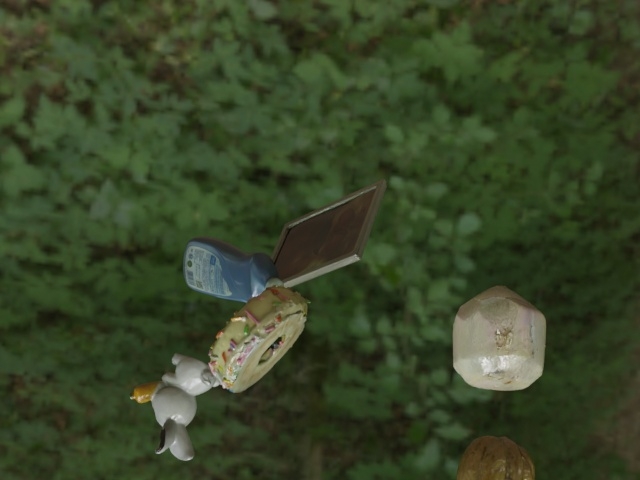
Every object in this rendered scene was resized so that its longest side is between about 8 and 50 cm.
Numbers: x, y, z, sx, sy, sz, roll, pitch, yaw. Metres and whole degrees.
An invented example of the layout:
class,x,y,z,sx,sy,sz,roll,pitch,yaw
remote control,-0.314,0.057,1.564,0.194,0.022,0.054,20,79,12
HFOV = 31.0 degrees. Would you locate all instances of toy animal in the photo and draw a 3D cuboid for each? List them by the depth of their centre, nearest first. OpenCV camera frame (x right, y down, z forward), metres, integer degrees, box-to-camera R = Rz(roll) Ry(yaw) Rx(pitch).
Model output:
class,x,y,z,sx,sy,sz,roll,pitch,yaw
toy animal,-0.261,0.293,2.043,0.131,0.181,0.127,34,161,-20

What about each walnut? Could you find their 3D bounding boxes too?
class,x,y,z,sx,sy,sz,roll,pitch,yaw
walnut,0.328,0.450,2.171,0.166,0.166,0.149,10,167,-28

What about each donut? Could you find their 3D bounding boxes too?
class,x,y,z,sx,sy,sz,roll,pitch,yaw
donut,-0.089,0.133,1.606,0.068,0.174,0.174,41,-173,17

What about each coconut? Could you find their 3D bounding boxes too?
class,x,y,z,sx,sy,sz,roll,pitch,yaw
coconut,0.307,0.161,1.977,0.171,0.183,0.171,4,161,1

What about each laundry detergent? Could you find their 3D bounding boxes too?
class,x,y,z,sx,sy,sz,roll,pitch,yaw
laundry detergent,-0.137,0.056,1.887,0.206,0.096,0.061,16,-169,39

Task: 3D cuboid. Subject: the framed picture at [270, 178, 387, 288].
class,x,y,z,sx,sy,sz,roll,pitch,yaw
framed picture,0.000,0.000,2.302,0.289,0.211,0.020,-24,122,41
